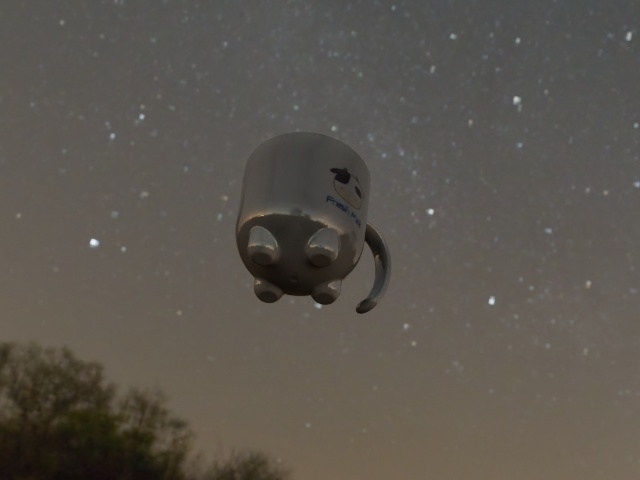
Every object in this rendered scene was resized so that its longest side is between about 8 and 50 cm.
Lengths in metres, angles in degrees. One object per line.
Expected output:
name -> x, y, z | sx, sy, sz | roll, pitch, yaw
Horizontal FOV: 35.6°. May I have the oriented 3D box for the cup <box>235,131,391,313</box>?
cup -> -0.013, 0.000, 1.019 | 0.134, 0.142, 0.173 | -10, -45, 16
